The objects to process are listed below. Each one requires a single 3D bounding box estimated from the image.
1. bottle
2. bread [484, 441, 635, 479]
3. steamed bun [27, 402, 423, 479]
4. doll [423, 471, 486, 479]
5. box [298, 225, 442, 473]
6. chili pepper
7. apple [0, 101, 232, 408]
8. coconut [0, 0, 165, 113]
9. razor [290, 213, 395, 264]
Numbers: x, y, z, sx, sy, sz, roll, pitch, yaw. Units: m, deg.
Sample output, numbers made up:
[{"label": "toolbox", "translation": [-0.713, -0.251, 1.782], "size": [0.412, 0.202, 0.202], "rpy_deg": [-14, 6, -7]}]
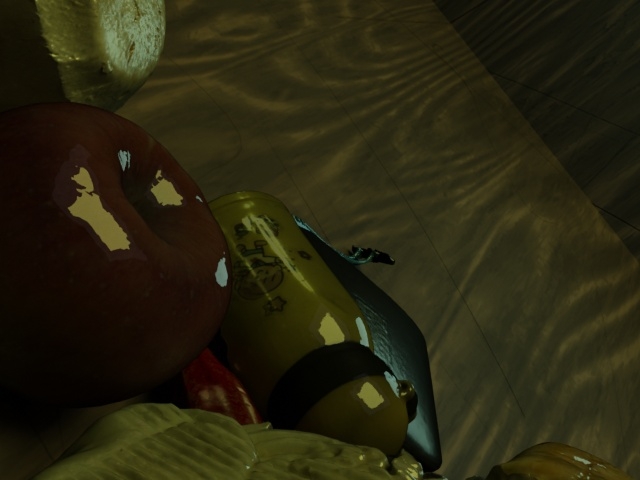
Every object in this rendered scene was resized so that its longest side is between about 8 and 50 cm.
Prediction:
[{"label": "bottle", "translation": [-0.032, 0.112, 1.573], "size": [0.171, 0.171, 0.351], "rpy_deg": [25, 21, -47]}, {"label": "bread", "translation": [0.371, 0.410, 1.806], "size": [0.361, 0.250, 0.394], "rpy_deg": [16, 2, 17]}, {"label": "steamed bun", "translation": [-0.084, 0.305, 1.193], "size": [0.394, 0.237, 0.346], "rpy_deg": [-2, 27, -27]}, {"label": "doll", "translation": [0.155, 0.397, 1.605], "size": [0.149, 0.175, 0.278], "rpy_deg": [102, -13, -68]}, {"label": "box", "translation": [0.042, 0.144, 1.889], "size": [0.290, 0.073, 0.289], "rpy_deg": [40, 25, -27]}, {"label": "chili pepper", "translation": [-0.100, 0.202, 1.467], "size": [0.144, 0.136, 0.253], "rpy_deg": [38, 17, -33]}, {"label": "apple", "translation": [-0.234, 0.019, 1.337], "size": [0.306, 0.235, 0.306], "rpy_deg": [44, 25, -26]}, {"label": "coconut", "translation": [-0.317, -0.250, 1.603], "size": [0.237, 0.265, 0.237], "rpy_deg": [-27, 121, -60]}, {"label": "razor", "translation": [0.000, 0.000, 2.068], "size": [0.082, 0.042, 0.253], "rpy_deg": [14, -7, 43]}]
